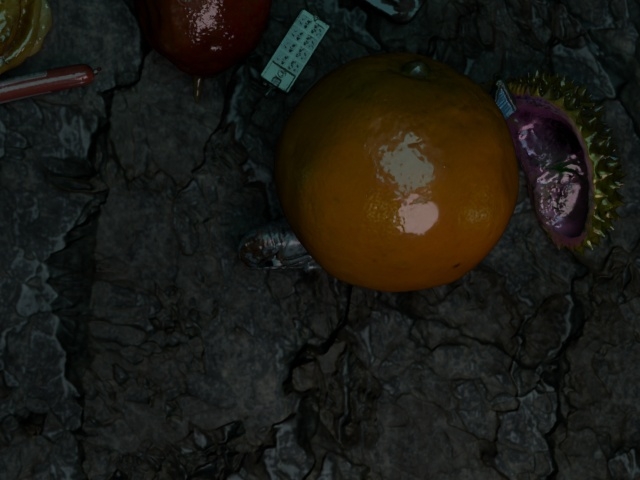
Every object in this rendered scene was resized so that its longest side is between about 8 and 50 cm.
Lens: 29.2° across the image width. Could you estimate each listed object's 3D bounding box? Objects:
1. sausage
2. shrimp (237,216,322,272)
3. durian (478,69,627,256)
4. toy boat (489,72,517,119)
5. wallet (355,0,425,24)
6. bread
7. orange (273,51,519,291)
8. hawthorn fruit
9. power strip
[{"bbox_3d":[-0.412,-0.197,1.621,0.253,0.034,0.034,-14,92,-10],"label":"sausage"},{"bbox_3d":[0.000,0.000,1.681,0.233,0.079,0.090,-7,52,-16],"label":"shrimp"},{"bbox_3d":[0.356,-0.116,1.715,0.153,0.186,0.260,-22,106,-5],"label":"durian"},{"bbox_3d":[0.187,-0.161,1.705,0.185,0.075,0.077,-41,98,20],"label":"toy boat"},{"bbox_3d":[0.133,-0.463,1.729,0.165,0.042,0.309,32,83,-7],"label":"wallet"},{"bbox_3d":[-0.470,-0.291,1.566,0.236,0.120,0.198,-30,87,-12],"label":"bread"},{"bbox_3d":[0.095,-0.087,1.549,0.312,0.312,0.312,0,89,-11],"label":"orange"},{"bbox_3d":[-0.160,-0.304,1.603,0.189,0.189,0.251,3,96,-11],"label":"hawthorn fruit"},{"bbox_3d":[-0.039,-0.256,1.702,0.051,0.019,0.136,34,83,-11],"label":"power strip"}]
